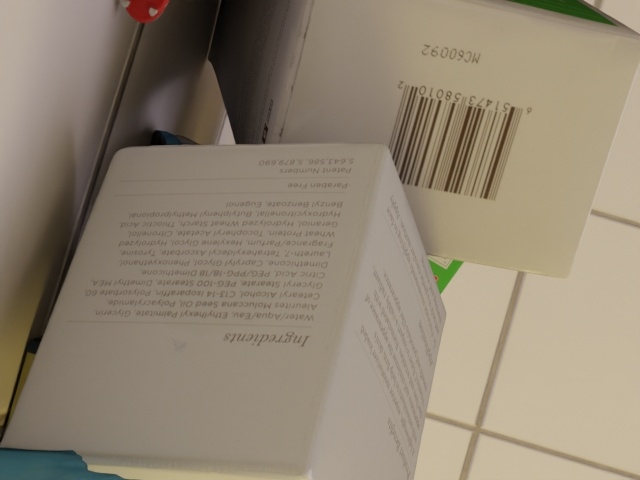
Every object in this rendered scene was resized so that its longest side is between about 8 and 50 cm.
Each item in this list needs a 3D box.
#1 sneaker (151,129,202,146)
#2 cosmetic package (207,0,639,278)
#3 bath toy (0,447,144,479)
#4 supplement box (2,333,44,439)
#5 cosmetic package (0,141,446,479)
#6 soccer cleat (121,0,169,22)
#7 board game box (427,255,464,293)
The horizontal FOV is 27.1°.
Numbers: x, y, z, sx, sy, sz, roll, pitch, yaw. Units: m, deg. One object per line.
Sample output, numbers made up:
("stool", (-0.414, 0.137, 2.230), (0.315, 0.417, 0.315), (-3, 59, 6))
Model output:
("sneaker", (-0.058, -0.023, 0.851), (0.190, 0.082, 0.071), (-139, -130, -58))
("cosmetic package", (0.043, -0.123, 0.876), (0.365, 0.196, 0.155), (-113, -145, -65))
("bath toy", (-0.111, 0.259, 0.554), (0.151, 0.129, 0.348), (-75, 165, -69))
("supplement box", (-0.138, 0.097, 0.747), (0.083, 0.056, 0.083), (-48, 155, -87))
("cosmetic package", (-0.036, 0.068, 0.660), (0.151, 0.151, 0.184), (67, 31, -48))
("soccer cleat", (-0.083, -0.150, 0.670), (0.036, 0.029, 0.083), (-64, 167, -55))
("board game box", (0.000, 0.000, 1.103), (0.242, 0.064, 0.316), (-55, -154, 11))
